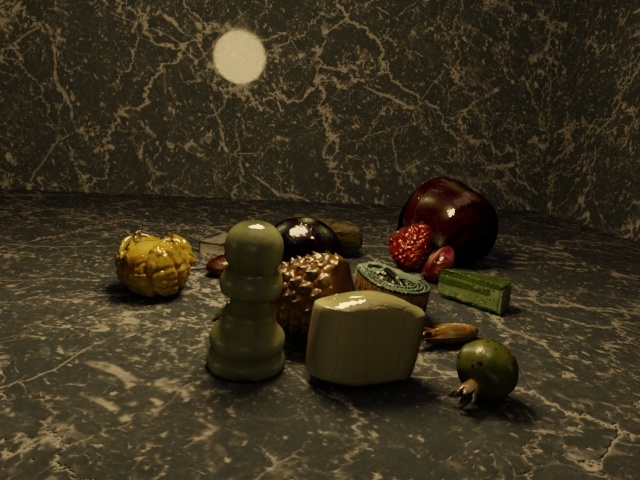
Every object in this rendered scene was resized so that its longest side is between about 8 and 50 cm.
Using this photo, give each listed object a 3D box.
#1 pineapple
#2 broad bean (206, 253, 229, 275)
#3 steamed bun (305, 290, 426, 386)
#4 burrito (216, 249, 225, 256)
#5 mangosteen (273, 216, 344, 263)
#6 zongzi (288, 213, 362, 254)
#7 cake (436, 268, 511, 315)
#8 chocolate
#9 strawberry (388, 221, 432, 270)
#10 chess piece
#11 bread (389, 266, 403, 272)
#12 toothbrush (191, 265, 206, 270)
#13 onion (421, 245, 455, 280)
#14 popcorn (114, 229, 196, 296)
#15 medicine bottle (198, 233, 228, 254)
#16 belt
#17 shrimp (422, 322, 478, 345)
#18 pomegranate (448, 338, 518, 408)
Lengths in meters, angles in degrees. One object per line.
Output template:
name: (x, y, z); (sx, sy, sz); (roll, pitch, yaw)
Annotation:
pineapple: (-0.096, 0.153, 1.362); (0.357, 0.223, 0.223); (-10, 7, 20)
broad bean: (-0.315, 0.083, 1.877); (0.165, 0.084, 0.114); (-7, -1, -17)
steamed bun: (0.092, 0.203, 1.181); (0.250, 0.200, 0.155); (3, 11, -16)
burrito: (-0.277, 0.045, 2.100); (0.082, 0.059, 0.275); (24, 21, 35)
mangosteen: (-0.051, 0.073, 1.555); (0.288, 0.288, 0.288); (4, 12, -1)
zongzi: (0.000, 0.000, 2.156); (0.323, 0.160, 0.360); (5, 12, 8)
cake: (0.499, 0.157, 1.751); (0.235, 0.100, 0.099); (16, 15, 42)
chocolate: (0.565, -0.051, 2.255); (0.383, 0.384, 0.331); (-4, 31, -34)
strawberry: (0.364, 0.019, 2.125); (0.187, 0.201, 0.184); (13, 29, -44)
chess piece: (-0.154, 0.120, 1.182); (0.182, 0.330, 0.182); (5, 12, -1)
bread: (0.237, 0.125, 1.913); (0.082, 0.056, 0.115); (16, 11, 42)
toothbrush: (-0.389, 0.096, 1.940); (0.193, 0.013, 0.019); (-3, 23, -30)
onion: (0.454, 0.103, 1.983); (0.140, 0.150, 0.150); (40, 11, -6)
popcorn: (-0.494, 0.071, 1.628); (0.250, 0.190, 0.250); (10, 15, -3)
medicine bottle: (-0.376, 0.016, 2.218); (0.171, 0.052, 0.201); (8, 12, 16)
belt: (0.200, 0.158, 1.541); (0.207, 0.150, 0.257); (10, 12, -14)
shrimp: (0.318, 0.238, 1.437); (0.236, 0.053, 0.133); (-1, 15, -37)
pomegranate: (0.339, 0.286, 1.120); (0.129, 0.159, 0.129); (22, -26, 11)
